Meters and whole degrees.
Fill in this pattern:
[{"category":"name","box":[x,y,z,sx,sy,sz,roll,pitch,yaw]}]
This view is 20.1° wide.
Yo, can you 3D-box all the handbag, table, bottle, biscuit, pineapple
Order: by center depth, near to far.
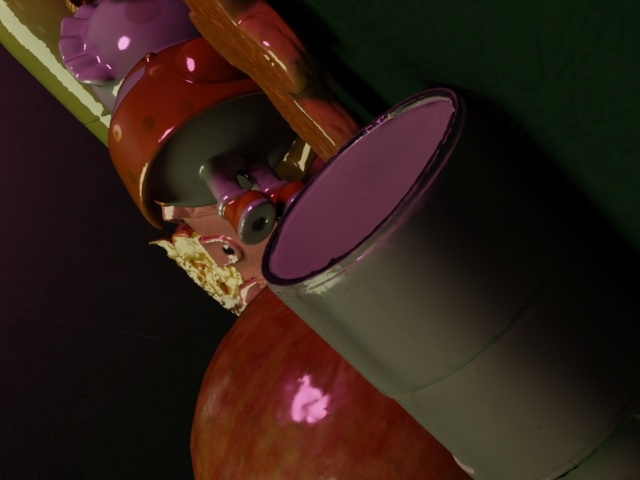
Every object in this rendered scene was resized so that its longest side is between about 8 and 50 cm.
[{"category":"table","box":[0.090,0.045,0.863,0.220,0.126,0.126,43,176,-19]},{"category":"biscuit","box":[-0.044,-0.129,1.017,0.250,0.036,0.165,49,175,-20]},{"category":"handbag","box":[-0.036,-0.013,1.466,0.157,0.059,0.212,-13,132,41]},{"category":"bottle","box":[-0.215,-0.191,1.488,0.260,0.112,0.112,45,176,-20]},{"category":"pineapple","box":[0.005,0.004,1.634,0.250,0.164,0.140,40,137,-7]}]

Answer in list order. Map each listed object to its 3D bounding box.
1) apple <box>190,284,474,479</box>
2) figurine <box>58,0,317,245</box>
[{"category":"apple","box":[0.068,0.122,1.199,0.277,0.250,0.309,23,-165,21]},{"category":"figurine","box":[-0.093,-0.094,1.204,0.271,0.143,0.143,38,173,45]}]
